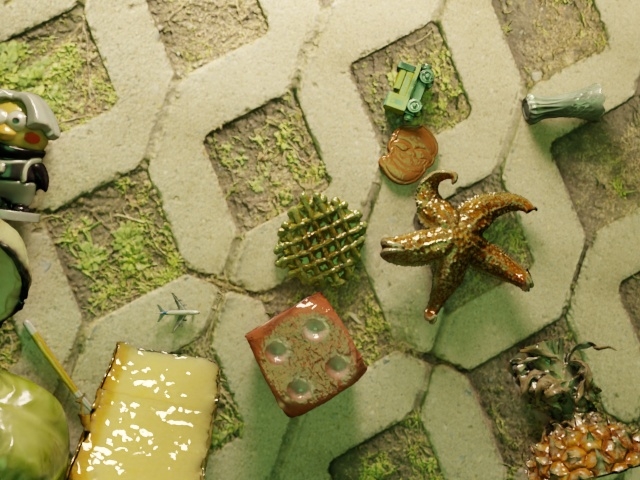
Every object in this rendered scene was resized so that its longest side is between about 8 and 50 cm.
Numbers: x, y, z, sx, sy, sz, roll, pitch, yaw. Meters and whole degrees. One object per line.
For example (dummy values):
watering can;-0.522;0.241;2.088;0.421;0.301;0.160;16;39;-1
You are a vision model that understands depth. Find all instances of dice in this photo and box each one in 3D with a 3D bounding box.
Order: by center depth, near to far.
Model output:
dice;-0.031;0.206;1.326;0.174;0.175;0.179;-31;92;-5

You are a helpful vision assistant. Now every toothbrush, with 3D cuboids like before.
toothbrush;-0.476;0.270;1.357;0.024;0.021;0.288;-36;91;-15

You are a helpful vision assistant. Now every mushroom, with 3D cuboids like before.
mushroom;-0.650;0.058;1.258;0.344;0.130;0.247;-35;116;19

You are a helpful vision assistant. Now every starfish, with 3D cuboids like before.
starfish;0.274;0.016;1.398;0.303;0.113;0.311;28;83;-3

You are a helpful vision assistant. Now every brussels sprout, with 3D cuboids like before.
brussels sprout;-0.580;0.370;1.231;0.328;0.247;0.327;0;95;-3

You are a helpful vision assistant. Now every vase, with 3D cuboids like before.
vase;0.483;-0.269;1.444;0.149;0.081;0.081;-6;88;-3

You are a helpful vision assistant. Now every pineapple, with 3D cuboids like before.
pineapple;0.465;0.318;1.370;0.263;0.262;0.271;-13;69;-6

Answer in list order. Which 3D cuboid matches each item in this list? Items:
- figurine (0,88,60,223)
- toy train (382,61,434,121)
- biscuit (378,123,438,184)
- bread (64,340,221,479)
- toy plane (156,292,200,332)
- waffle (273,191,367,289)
figurine;-0.572;-0.157;1.312;0.176;0.133;0.236;9;90;-7
toy train;0.177;-0.297;1.430;0.081;0.050;0.122;19;85;6
biscuit;0.178;-0.173;1.437;0.102;0.019;0.130;35;84;-4
bread;-0.295;0.313;1.229;0.249;0.315;0.278;15;76;-14
toy plane;-0.272;0.139;1.381;0.085;0.024;0.077;0;87;-12
waffle;0.000;0.000;1.406;0.169;0.036;0.183;19;86;-3
